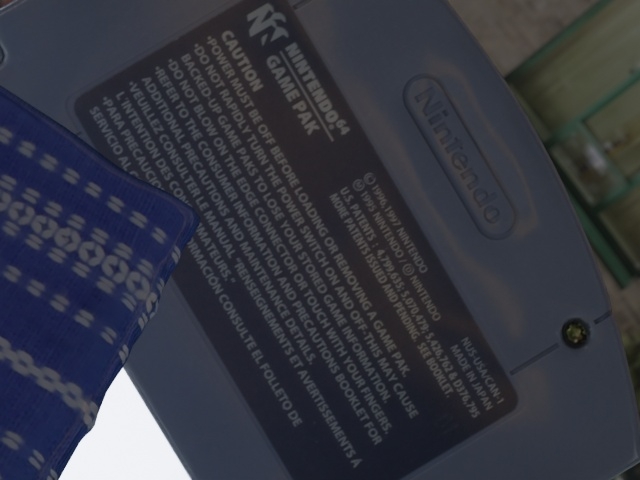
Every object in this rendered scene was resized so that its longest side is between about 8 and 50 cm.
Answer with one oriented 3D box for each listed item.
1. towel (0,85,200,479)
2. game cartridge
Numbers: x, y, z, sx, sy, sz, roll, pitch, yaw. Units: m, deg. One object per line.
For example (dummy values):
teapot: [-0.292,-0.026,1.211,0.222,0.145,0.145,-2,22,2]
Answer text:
towel: [-0.178,0.034,0.291,0.243,0.040,0.336,35,-135,-9]
game cartridge: [0.000,0.000,0.698,0.297,0.198,0.062,60,172,-3]
